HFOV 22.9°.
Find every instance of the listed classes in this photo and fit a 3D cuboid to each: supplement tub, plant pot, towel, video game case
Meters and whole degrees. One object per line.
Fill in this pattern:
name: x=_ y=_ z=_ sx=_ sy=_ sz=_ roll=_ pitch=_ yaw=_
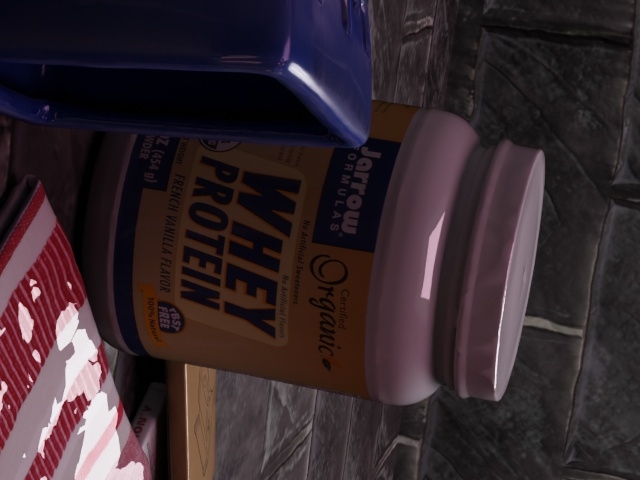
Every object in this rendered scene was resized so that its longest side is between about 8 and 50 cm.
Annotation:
supplement tub: x=0.000 y=0.000 z=1.212 sx=0.228 sy=0.316 sz=0.228 roll=9 pitch=90 yaw=-77
plant pot: x=-0.092 y=-0.177 z=0.890 sx=0.236 sy=0.236 sz=0.212 roll=30 pitch=65 yaw=-76
towel: x=-0.193 y=0.150 z=1.070 sx=0.329 sy=0.037 sz=0.237 roll=80 pitch=23 yaw=-46
video game case: x=-0.161 y=0.255 z=1.375 sx=0.183 sy=0.023 sz=0.201 roll=-68 pitch=163 yaw=-44

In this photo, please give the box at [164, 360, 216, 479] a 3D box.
box: x=-0.113 y=0.151 z=1.418 sx=0.164 sy=0.021 sz=0.201 roll=-76 pitch=167 yaw=-68
